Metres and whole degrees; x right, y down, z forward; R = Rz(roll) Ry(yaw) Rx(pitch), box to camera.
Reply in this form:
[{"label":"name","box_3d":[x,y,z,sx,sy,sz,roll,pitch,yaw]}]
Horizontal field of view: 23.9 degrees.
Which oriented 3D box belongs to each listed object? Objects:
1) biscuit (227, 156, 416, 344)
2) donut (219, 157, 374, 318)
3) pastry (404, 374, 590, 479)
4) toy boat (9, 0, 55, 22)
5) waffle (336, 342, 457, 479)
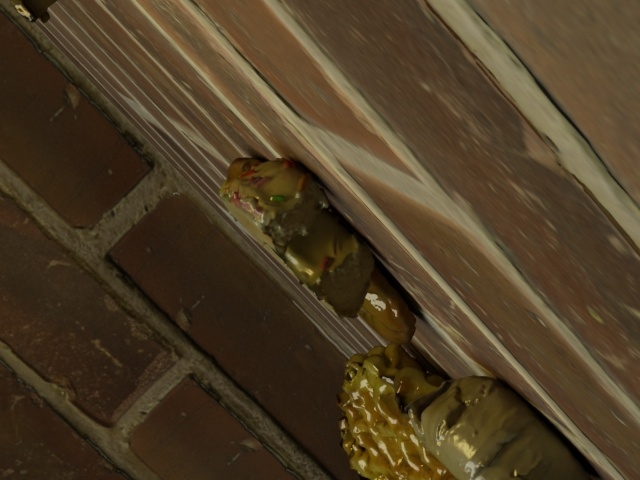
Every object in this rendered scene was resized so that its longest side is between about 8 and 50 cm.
[{"label":"biscuit","box_3d":[-0.003,0.004,1.389,0.260,0.041,0.203,40,174,36]},{"label":"donut","box_3d":[-0.020,-0.014,1.215,0.108,0.065,0.166,41,175,42]},{"label":"pastry","box_3d":[0.153,0.182,1.280,0.166,0.088,0.166,46,175,5]},{"label":"toy boat","box_3d":[-0.270,-0.260,1.245,0.088,0.068,0.226,52,-179,33]},{"label":"waffle","box_3d":[0.146,0.303,1.770,0.379,0.095,0.382,46,152,30]}]
